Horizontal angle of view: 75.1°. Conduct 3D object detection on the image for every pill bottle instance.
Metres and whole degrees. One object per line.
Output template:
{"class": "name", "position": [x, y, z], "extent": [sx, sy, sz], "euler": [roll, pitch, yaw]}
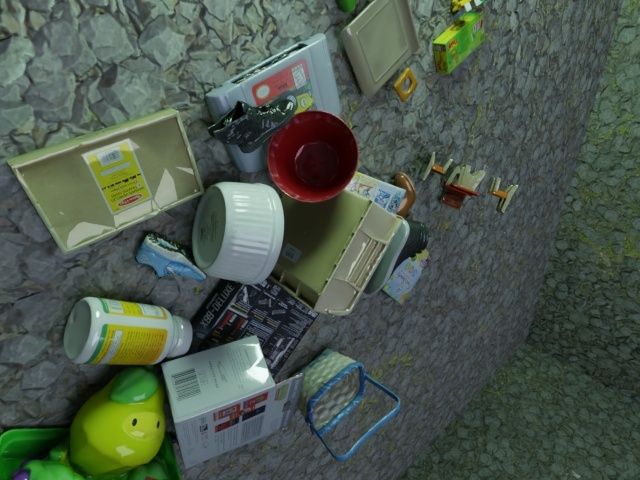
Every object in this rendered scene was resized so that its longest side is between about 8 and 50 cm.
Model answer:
{"class": "pill bottle", "position": [-0.361, 0.180, 0.803], "extent": [0.208, 0.117, 0.117], "euler": [21, 97, -49]}

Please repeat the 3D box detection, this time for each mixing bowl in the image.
{"class": "mixing bowl", "position": [-0.012, -0.166, 0.860], "extent": [0.181, 0.181, 0.098], "euler": [-63, 176, 4]}

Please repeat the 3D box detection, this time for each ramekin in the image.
{"class": "ramekin", "position": [-0.171, -0.018, 0.818], "extent": [0.109, 0.207, 0.207], "euler": [7, 107, -37]}

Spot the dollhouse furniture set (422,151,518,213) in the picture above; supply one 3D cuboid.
{"class": "dollhouse furniture set", "position": [0.455, -0.164, 1.333], "extent": [0.135, 0.262, 0.259], "euler": [-68, 170, 12]}

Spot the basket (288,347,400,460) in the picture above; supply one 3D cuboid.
{"class": "basket", "position": [0.064, 0.487, 1.271], "extent": [0.255, 0.289, 0.201], "euler": [-29, 125, -27]}

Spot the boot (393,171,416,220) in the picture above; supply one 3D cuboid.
{"class": "boot", "position": [0.213, -0.095, 1.253], "extent": [0.152, 0.073, 0.197], "euler": [-31, 129, -23]}

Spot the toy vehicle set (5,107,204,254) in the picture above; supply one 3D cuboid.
{"class": "toy vehicle set", "position": [-0.345, -0.106, 0.714], "extent": [0.267, 0.035, 0.166], "euler": [-31, 131, -29]}

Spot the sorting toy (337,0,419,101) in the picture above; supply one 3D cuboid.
{"class": "sorting toy", "position": [0.138, -0.470, 0.980], "extent": [0.196, 0.047, 0.347], "euler": [-45, 137, -10]}

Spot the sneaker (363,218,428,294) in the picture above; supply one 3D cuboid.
{"class": "sneaker", "position": [0.236, 0.055, 1.291], "extent": [0.147, 0.104, 0.295], "euler": [-4, 132, -37]}

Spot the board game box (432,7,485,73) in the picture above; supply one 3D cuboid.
{"class": "board game box", "position": [0.395, -0.565, 1.179], "extent": [0.181, 0.043, 0.092], "euler": [-45, 137, -17]}

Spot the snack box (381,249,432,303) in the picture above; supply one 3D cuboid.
{"class": "snack box", "position": [0.281, 0.097, 1.430], "extent": [0.207, 0.070, 0.174], "euler": [-55, 139, -3]}

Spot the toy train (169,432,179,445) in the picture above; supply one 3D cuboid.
{"class": "toy train", "position": [-0.352, 0.510, 1.073], "extent": [0.158, 0.027, 0.036], "euler": [15, 112, -49]}

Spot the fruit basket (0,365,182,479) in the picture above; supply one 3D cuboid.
{"class": "fruit basket", "position": [-0.416, 0.449, 0.818], "extent": [0.392, 0.283, 0.392], "euler": [-21, 139, -19]}

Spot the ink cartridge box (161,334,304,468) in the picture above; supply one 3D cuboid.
{"class": "ink cartridge box", "position": [-0.198, 0.364, 0.952], "extent": [0.272, 0.130, 0.309], "euler": [-12, 141, -24]}

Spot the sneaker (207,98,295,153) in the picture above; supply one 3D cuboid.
{"class": "sneaker", "position": [-0.123, -0.228, 0.775], "extent": [0.170, 0.051, 0.089], "euler": [-46, 142, -10]}

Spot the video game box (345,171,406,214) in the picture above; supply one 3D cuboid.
{"class": "video game box", "position": [0.118, -0.083, 1.148], "extent": [0.205, 0.048, 0.187], "euler": [14, 105, -33]}

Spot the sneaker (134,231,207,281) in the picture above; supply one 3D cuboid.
{"class": "sneaker", "position": [-0.302, 0.046, 0.842], "extent": [0.073, 0.063, 0.162], "euler": [-43, 135, 7]}

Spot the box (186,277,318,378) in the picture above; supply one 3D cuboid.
{"class": "box", "position": [-0.164, 0.214, 1.050], "extent": [0.242, 0.076, 0.307], "euler": [-55, 139, -5]}

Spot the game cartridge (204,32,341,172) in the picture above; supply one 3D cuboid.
{"class": "game cartridge", "position": [-0.079, -0.277, 0.871], "extent": [0.294, 0.060, 0.196], "euler": [-39, 139, -22]}

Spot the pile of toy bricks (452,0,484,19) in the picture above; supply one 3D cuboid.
{"class": "pile of toy bricks", "position": [0.423, -0.692, 1.109], "extent": [0.212, 0.118, 0.105], "euler": [-33, 106, -6]}

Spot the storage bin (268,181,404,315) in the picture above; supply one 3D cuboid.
{"class": "storage bin", "position": [0.000, 0.000, 0.948], "extent": [0.123, 0.262, 0.260], "euler": [27, 92, -48]}
